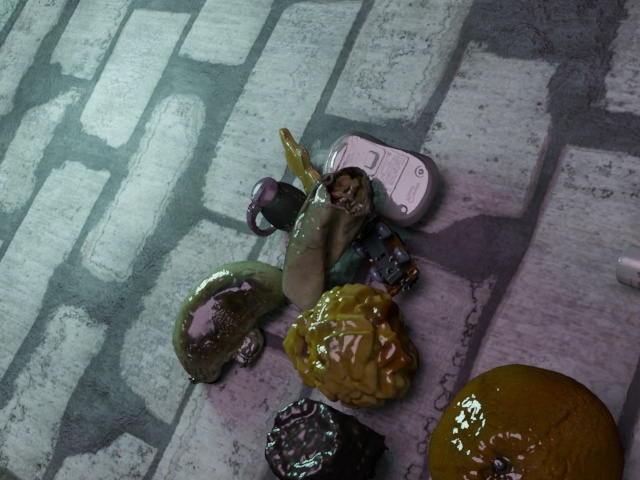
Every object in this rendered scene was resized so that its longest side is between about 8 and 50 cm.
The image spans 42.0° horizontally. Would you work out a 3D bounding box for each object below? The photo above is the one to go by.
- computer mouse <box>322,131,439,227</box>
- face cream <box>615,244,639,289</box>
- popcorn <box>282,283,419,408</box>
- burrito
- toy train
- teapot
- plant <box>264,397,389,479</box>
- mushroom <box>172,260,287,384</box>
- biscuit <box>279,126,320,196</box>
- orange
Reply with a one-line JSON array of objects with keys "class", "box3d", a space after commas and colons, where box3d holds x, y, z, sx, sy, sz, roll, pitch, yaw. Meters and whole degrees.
[{"class": "computer mouse", "box3d": [0.144, -0.141, 1.960, 0.297, 0.121, 0.184, 23, 89, 25]}, {"class": "face cream", "box3d": [0.682, 0.079, 1.521, 0.269, 0.082, 0.082, 19, 79, 37]}, {"class": "popcorn", "box3d": [0.056, 0.221, 1.782, 0.332, 0.225, 0.264, -7, 68, 44]}, {"class": "burrito", "box3d": [-0.001, 0.001, 1.880, 0.190, 0.135, 0.331, -98, 30, -53]}, {"class": "toy train", "box3d": [0.154, 0.035, 1.860, 0.089, 0.127, 0.219, -44, 55, 18]}, {"class": "teapot", "box3d": [-0.121, -0.092, 2.087, 0.148, 0.146, 0.116, -28, 55, 20]}, {"class": "plant", "box3d": [0.021, 0.439, 1.661, 0.188, 0.276, 0.199, 13, 66, 33]}, {"class": "mushroom", "box3d": [-0.229, 0.188, 2.026, 0.344, 0.130, 0.247, -41, 60, 9]}, {"class": "biscuit", "box3d": [-0.039, -0.176, 2.083, 0.030, 0.153, 0.234, -25, 42, -11]}, {"class": "orange", "box3d": [0.346, 0.367, 1.423, 0.322, 0.357, 0.322, -6, 76, 24]}]
